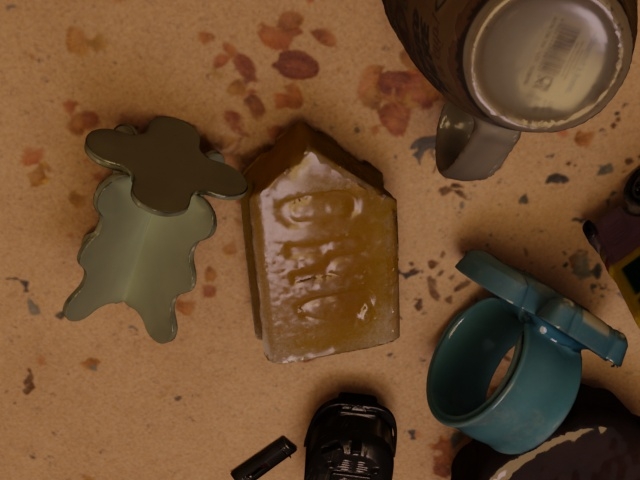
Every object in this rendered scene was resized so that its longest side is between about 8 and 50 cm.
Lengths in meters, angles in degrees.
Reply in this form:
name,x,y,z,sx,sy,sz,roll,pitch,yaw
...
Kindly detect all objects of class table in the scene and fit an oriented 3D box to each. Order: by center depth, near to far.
name,x,y,z,sx,sy,sz,roll,pitch,yaw
table,-0.184,-0.004,1.140,0.167,0.166,0.198,16,126,-11

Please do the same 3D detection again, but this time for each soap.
name,x,y,z,sx,sy,sz,roll,pitch,yaw
soap,0.000,0.000,1.173,0.160,0.080,0.257,-11,121,-10

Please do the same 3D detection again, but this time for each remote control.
name,x,y,z,sx,sy,sz,roll,pitch,yaw
remote control,-0.071,0.283,1.378,0.091,0.016,0.034,-38,110,17

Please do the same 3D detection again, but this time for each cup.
name,x,y,z,sx,sy,sz,roll,pitch,yaw
cup,0.162,-0.174,0.994,0.227,0.257,0.301,11,120,-6

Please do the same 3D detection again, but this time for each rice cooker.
name,x,y,z,sx,sy,sz,roll,pitch,yaw
rice cooker,0.034,0.265,1.324,0.112,0.106,0.165,6,130,-2

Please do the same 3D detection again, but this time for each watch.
name,x,y,z,sx,sy,sz,roll,pitch,yaw
watch,0.212,0.137,1.208,0.211,0.211,0.193,30,96,-18

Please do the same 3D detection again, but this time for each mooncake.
name,x,y,z,sx,sy,sz,roll,pitch,yaw
mooncake,0.295,0.308,1.337,0.283,0.141,0.283,-2,111,-6

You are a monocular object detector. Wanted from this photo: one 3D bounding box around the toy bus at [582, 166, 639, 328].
name,x,y,z,sx,sy,sz,roll,pitch,yaw
toy bus,0.517,-0.033,1.088,0.440,0.249,0.209,-38,114,18
